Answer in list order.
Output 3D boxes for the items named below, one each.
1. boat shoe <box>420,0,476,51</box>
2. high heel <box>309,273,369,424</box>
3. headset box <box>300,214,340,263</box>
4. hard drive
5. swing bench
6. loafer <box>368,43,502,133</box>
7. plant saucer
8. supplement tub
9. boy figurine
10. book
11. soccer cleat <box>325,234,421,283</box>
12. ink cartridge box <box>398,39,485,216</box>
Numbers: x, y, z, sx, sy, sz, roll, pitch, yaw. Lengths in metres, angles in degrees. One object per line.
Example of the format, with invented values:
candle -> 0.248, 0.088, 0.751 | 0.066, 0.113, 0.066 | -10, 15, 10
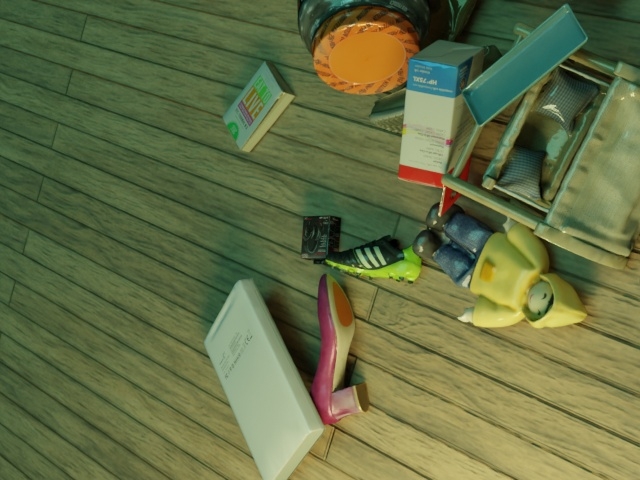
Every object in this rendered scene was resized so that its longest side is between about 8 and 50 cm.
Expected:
boat shoe -> 0.208, -0.352, 1.756 | 0.063, 0.059, 0.170 | 37, 106, 19
high heel -> 0.003, 0.183, 1.839 | 0.117, 0.082, 0.244 | -17, 86, 28
headset box -> 0.000, 0.000, 1.900 | 0.062, 0.032, 0.083 | 0, 82, 41
hard drive -> -0.105, 0.248, 1.910 | 0.307, 0.040, 0.203 | 62, 141, 28
swing bench -> 0.351, -0.130, 1.528 | 0.255, 0.165, 0.253 | 33, 103, 40
loafer -> 0.190, -0.239, 1.742 | 0.251, 0.094, 0.087 | -16, 67, 29
plant saucer -> 0.277, -0.234, 1.490 | 0.192, 0.018, 0.067 | -39, 56, 29
supplement tub -> 0.065, -0.410, 1.737 | 0.207, 0.207, 0.338 | -28, 49, 35
boy figurine -> 0.264, 0.055, 1.626 | 0.285, 0.092, 0.177 | 39, 106, 41
book -> -0.118, -0.249, 2.044 | 0.144, 0.035, 0.096 | -50, 51, 25
soccer cleat -> 0.090, 0.027, 1.807 | 0.179, 0.060, 0.072 | 6, 78, 35
ink cartridge box -> 0.177, -0.167, 1.629 | 0.078, 0.134, 0.231 | 14, 116, 21
